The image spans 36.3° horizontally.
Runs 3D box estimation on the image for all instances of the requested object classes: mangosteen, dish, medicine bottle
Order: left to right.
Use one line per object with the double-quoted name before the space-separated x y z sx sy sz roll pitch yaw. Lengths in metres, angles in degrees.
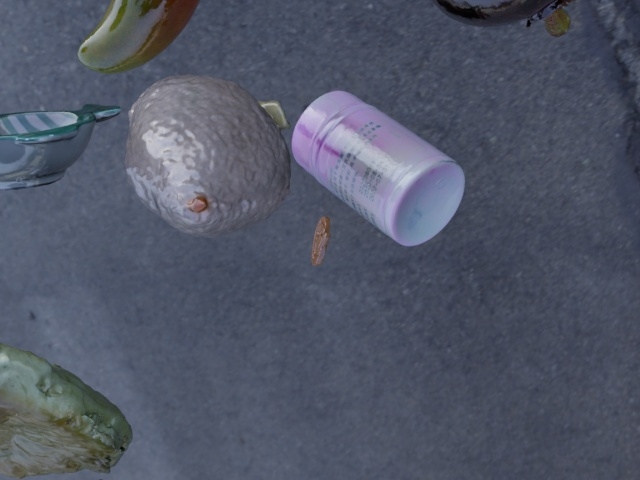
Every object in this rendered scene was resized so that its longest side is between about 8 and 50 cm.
"dish" -0.365 -0.114 1.220 0.224 0.246 0.078 11 112 44
"medicine bottle" 0.086 -0.117 1.524 0.254 0.152 0.152 41 132 38
"mangosteen" 0.259 -0.363 1.277 0.235 0.235 0.261 -18 127 41

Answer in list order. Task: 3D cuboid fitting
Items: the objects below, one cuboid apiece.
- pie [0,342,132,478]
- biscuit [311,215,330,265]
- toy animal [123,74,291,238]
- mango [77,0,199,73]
"pie" -0.335 0.179 1.009 0.306 0.071 0.306 6 151 3
"biscuit" 0.000 0.000 1.762 0.078 0.015 0.091 148 132 -71
"toy animal" -0.145 -0.115 1.305 0.226 0.358 0.188 15 119 -16
"mango" -0.305 -0.408 1.724 0.129 0.146 0.289 47 111 22
